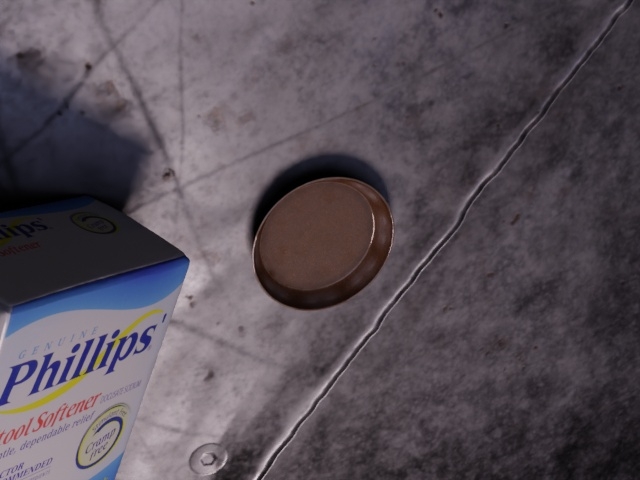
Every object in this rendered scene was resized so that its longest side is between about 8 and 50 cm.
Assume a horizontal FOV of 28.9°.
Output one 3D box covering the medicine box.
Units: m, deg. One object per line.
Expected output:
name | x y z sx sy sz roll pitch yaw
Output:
medicine box | -0.291 0.126 1.174 0.263 0.149 0.289 -19 135 -59

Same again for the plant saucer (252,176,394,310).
plant saucer | 0.000 0.000 1.378 0.168 0.029 0.168 -11 122 -19
